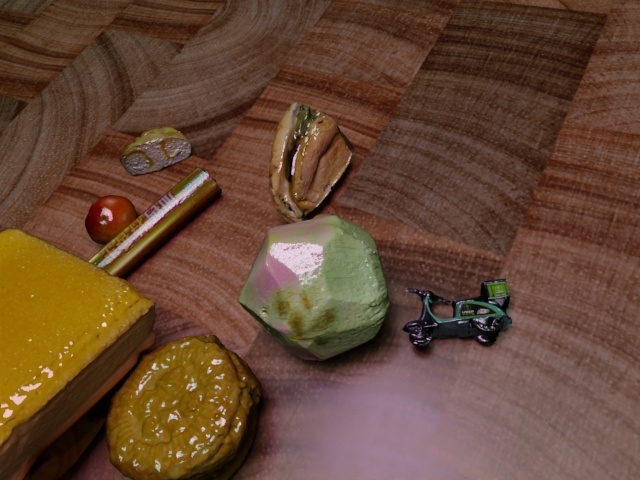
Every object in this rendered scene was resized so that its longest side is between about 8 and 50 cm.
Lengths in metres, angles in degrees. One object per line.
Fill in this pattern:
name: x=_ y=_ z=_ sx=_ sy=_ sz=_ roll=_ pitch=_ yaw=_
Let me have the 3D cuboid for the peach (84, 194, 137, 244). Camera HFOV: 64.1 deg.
peach: x=-0.433 y=-0.042 z=1.051 sx=0.100 sy=0.101 sz=0.101 roll=-7 pitch=57 yaw=10

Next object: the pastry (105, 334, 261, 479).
pastry: x=-0.207 y=0.255 z=0.779 sx=0.239 sy=0.132 sz=0.235 roll=-10 pitch=57 yaw=8

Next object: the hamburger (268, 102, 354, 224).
hamburger: x=-0.050 y=-0.143 z=0.990 sx=0.135 sy=0.155 sz=0.208 roll=10 pitch=67 yaw=46

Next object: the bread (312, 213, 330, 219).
bread: x=0.000 y=0.000 z=0.935 sx=0.082 sy=0.056 sz=0.115 roll=20 pitch=65 yaw=26

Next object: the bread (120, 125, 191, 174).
bread: x=-0.372 y=-0.216 z=1.165 sx=0.157 sy=0.083 sz=0.095 roll=-9 pitch=44 yaw=10

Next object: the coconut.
coconut: x=-0.015 y=0.070 z=0.805 sx=0.235 sy=0.236 sz=0.205 roll=-18 pitch=39 yaw=3

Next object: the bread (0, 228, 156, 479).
bread: x=-0.464 y=0.156 z=0.743 sx=0.323 sy=0.143 sz=0.333 roll=24 pitch=45 yaw=18

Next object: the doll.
doll: x=-0.495 y=0.292 z=0.815 sx=0.269 sy=0.162 sz=0.167 roll=23 pitch=34 yaw=13

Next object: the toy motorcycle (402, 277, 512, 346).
toy motorcycle: x=0.214 y=0.116 z=0.807 sx=0.173 sy=0.058 sz=0.100 roll=-8 pitch=49 yaw=8

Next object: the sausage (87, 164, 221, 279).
sausage: x=-0.361 y=-0.006 z=1.022 sx=0.371 sy=0.082 sz=0.082 roll=-44 pitch=58 yaw=-14
